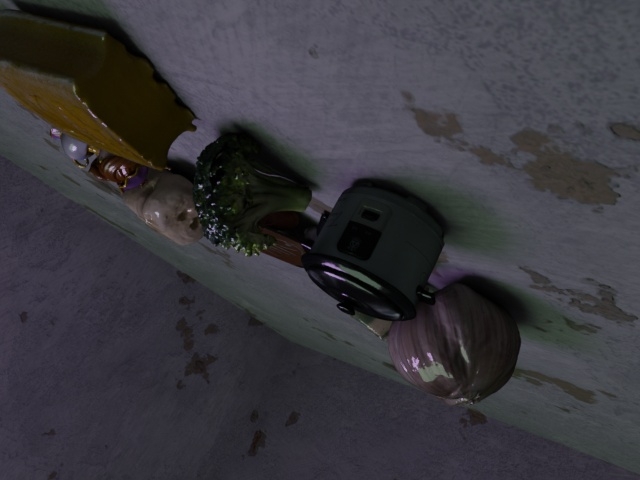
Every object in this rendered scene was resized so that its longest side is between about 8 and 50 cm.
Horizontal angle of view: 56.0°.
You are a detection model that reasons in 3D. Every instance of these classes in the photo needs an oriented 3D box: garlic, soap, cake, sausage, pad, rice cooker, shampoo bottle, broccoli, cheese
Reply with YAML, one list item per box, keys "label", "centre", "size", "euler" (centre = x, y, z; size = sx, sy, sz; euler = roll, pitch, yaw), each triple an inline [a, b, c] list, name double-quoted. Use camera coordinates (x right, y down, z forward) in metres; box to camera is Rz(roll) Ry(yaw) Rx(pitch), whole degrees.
- label: "garlic"
  centre: [0.303, 0.243, 1.367]
  size: [0.317, 0.259, 0.317]
  euler: [-9, 163, -3]
- label: "soap"
  centre: [-0.462, -0.298, 1.198]
  size: [0.335, 0.156, 0.293]
  euler: [22, 168, 26]
- label: "cake"
  centre: [0.165, 0.108, 1.588]
  size: [0.158, 0.172, 0.283]
  euler: [39, -164, -12]
- label: "sausage"
  centre: [-0.189, -0.082, 1.551]
  size: [0.304, 0.078, 0.078]
  euler: [21, 163, 25]
- label: "pad"
  centre: [-0.118, 0.012, 1.591]
  size: [0.286, 0.018, 0.284]
  euler: [22, 165, -20]
- label: "rice cooker"
  centre: [0.097, 0.035, 1.138]
  size: [0.280, 0.227, 0.241]
  euler: [23, 164, 20]
- label: "shampoo bottle"
  centre: [0.000, 0.000, 1.537]
  size: [0.099, 0.043, 0.072]
  euler: [31, 164, -10]
- label: "broccoli"
  centre: [-0.139, -0.098, 1.242]
  size: [0.243, 0.247, 0.263]
  euler: [2, -144, -18]
- label: "cheese"
  centre: [-0.395, -0.088, 1.669]
  size: [0.248, 0.174, 0.251]
  euler: [36, 169, -31]

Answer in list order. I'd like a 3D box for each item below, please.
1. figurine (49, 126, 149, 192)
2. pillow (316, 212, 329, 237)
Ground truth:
- label: "figurine"
  centre: [-0.557, -0.235, 1.564]
  size: [0.263, 0.142, 0.189]
  euler: [33, 130, -4]
- label: "pillow"
  centre: [0.039, 0.043, 1.416]
  size: [0.141, 0.055, 0.208]
  euler: [120, 129, -72]
